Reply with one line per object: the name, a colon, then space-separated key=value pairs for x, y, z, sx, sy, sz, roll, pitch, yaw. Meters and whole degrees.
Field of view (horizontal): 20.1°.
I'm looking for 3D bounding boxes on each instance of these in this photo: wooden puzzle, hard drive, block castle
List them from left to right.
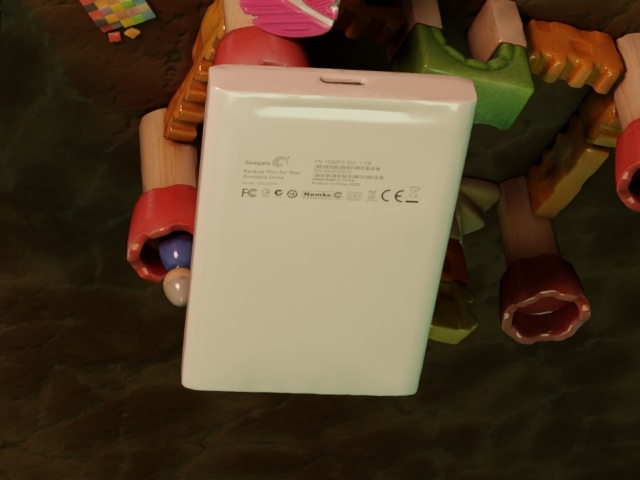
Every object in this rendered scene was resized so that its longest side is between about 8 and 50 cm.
wooden puzzle: x=-0.169 y=-0.195 z=1.508 sx=0.049 sy=0.006 sz=0.083 roll=-17 pitch=142 yaw=13
hard drive: x=0.000 y=0.000 z=1.449 sx=0.203 sy=0.040 sz=0.308 roll=2 pitch=130 yaw=-8
block castle: x=0.077 y=-0.052 z=1.570 sx=0.453 sy=0.213 sz=0.303 roll=10 pitch=140 yaw=-22

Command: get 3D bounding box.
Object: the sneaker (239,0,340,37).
sneaker: x=-0.034 y=-0.283 z=1.345 sx=0.103 sy=0.111 sz=0.252 roll=2 pitch=127 yaw=25
